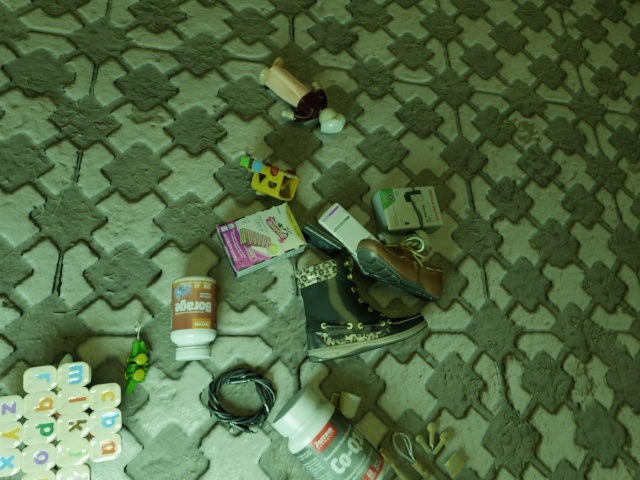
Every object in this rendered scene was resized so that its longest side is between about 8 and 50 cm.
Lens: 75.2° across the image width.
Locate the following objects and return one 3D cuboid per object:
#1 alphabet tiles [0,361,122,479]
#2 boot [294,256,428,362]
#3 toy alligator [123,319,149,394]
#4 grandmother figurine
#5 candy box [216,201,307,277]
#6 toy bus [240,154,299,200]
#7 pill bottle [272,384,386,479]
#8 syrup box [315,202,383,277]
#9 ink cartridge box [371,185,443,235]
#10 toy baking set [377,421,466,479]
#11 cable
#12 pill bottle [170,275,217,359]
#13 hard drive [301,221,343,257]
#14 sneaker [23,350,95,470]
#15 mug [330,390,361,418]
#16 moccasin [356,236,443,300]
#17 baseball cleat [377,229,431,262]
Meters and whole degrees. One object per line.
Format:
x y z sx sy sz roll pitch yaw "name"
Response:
-0.606 0.431 0.957 0.278 0.021 0.283 -5 77 -12 "alphabet tiles"
0.115 0.190 1.253 0.378 0.138 0.284 -13 74 -12 "boot"
-0.481 0.311 1.110 0.051 0.056 0.189 27 56 -49 "toy alligator"
-0.058 -0.498 1.479 0.342 0.104 0.207 39 75 5 "grandmother figurine"
-0.180 -0.004 1.283 0.234 0.071 0.159 -22 76 -20 "candy box"
-0.172 -0.194 1.332 0.191 0.202 0.104 15 99 -13 "toy bus"
0.019 0.531 1.086 0.283 0.161 0.161 45 67 5 "pill bottle"
0.098 0.000 1.335 0.237 0.093 0.096 44 68 5 "syrup box"
0.296 -0.098 1.422 0.209 0.087 0.153 -6 73 -16 "ink cartridge box"
0.290 0.637 1.188 0.256 0.030 0.196 -8 70 -17 "toy baking set"
-0.216 0.424 1.131 0.185 0.047 0.150 30 66 -1 "cable"
-0.345 0.213 1.137 0.121 0.121 0.216 -1 71 -14 "pill bottle"
0.000 0.000 1.311 0.135 0.094 0.022 32 67 -1 "hard drive"
-0.607 0.417 1.020 0.145 0.090 0.269 10 72 -11 "sneaker"
0.075 0.469 1.187 0.062 0.078 0.064 26 72 -39 "mug"
0.252 0.068 1.243 0.380 0.139 0.146 24 77 -34 "moccasin"
0.280 -0.003 1.364 0.206 0.072 0.109 30 91 -30 "baseball cleat"
